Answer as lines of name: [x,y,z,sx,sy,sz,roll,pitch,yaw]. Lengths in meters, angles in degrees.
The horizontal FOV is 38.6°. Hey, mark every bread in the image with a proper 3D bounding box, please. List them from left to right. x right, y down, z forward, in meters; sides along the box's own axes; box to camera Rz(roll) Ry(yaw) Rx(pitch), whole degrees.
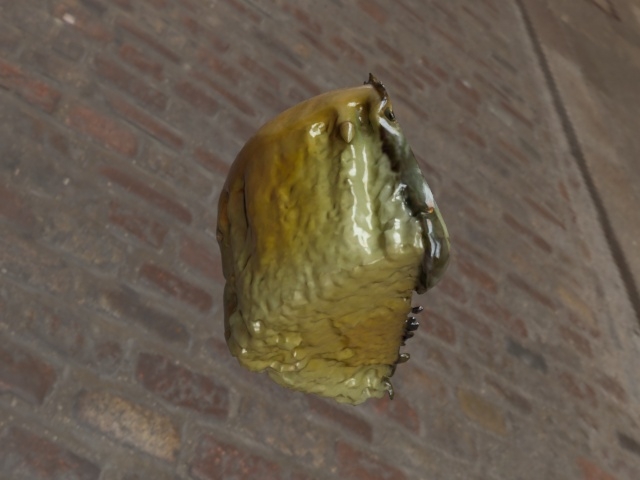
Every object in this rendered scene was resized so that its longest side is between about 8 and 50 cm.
bread: [0.000,0.000,0.719,0.162,0.262,0.204,-2,55,-8]
